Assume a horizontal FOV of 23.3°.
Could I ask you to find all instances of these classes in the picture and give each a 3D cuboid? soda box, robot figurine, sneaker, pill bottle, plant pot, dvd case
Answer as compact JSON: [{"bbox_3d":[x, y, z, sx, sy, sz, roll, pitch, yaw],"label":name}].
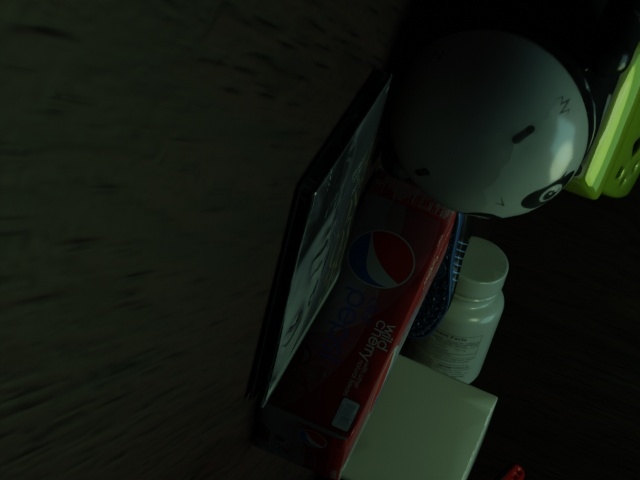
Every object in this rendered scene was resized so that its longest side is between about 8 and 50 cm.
[{"bbox_3d":[0.033,0.071,1.349,0.092,0.083,0.263,99,16,-57],"label":"soda box"},{"bbox_3d":[0.164,-0.134,1.330,0.278,0.173,0.209,-58,167,-51],"label":"robot figurine"},{"bbox_3d":[0.147,0.016,1.924,0.090,0.081,0.232,-46,157,-50],"label":"sneaker"},{"bbox_3d":[0.210,0.108,2.383,0.131,0.131,0.229,-59,168,-46],"label":"pill bottle"},{"bbox_3d":[0.266,-0.178,1.726,0.207,0.228,0.227,-24,136,-67],"label":"plant pot"},{"bbox_3d":[0.000,0.000,1.180,0.164,0.018,0.221,-59,168,-48],"label":"dvd case"}]

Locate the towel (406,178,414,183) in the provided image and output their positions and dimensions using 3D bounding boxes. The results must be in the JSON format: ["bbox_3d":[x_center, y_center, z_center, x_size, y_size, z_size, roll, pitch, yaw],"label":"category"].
[{"bbox_3d":[0.067,0.042,1.654,0.370,0.040,0.271,96,19,-66],"label":"towel"}]

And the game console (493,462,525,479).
[{"bbox_3d":[0.098,0.477,2.055,0.342,0.060,0.386,-45,172,-41],"label":"game console"}]

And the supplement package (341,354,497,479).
[{"bbox_3d":[0.120,0.264,2.056,0.293,0.177,0.175,70,44,-79],"label":"supplement package"}]
